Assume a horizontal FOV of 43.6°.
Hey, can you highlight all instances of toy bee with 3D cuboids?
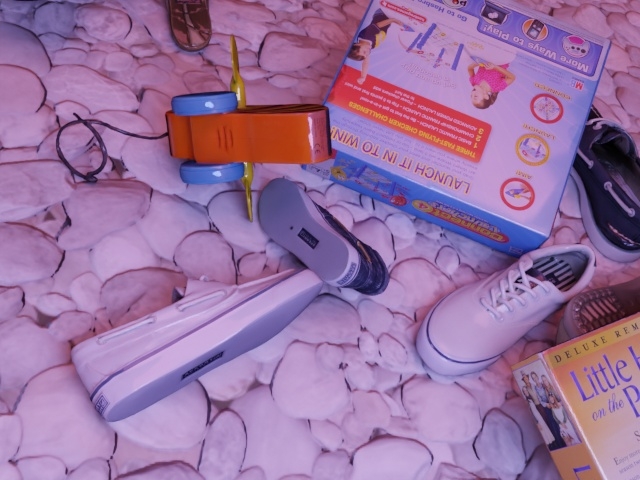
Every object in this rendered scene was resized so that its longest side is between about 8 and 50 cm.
[{"bbox_3d":[-0.115,-0.135,0.900,0.298,0.195,0.162,22,23,12],"label":"toy bee"}]

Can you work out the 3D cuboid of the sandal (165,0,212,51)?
[{"bbox_3d":[-0.182,-0.331,1.114,0.072,0.049,0.180,1,66,-12],"label":"sandal"}]

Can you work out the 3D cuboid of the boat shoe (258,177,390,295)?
[{"bbox_3d":[0.000,0.000,0.901,0.083,0.065,0.183,27,16,-47],"label":"boat shoe"}]

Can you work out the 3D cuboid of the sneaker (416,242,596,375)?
[{"bbox_3d":[0.211,0.062,0.898,0.258,0.091,0.094,-27,65,-35],"label":"sneaker"}]

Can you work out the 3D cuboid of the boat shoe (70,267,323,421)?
[{"bbox_3d":[-0.112,0.074,0.770,0.258,0.095,0.084,-25,68,-35],"label":"boat shoe"}]

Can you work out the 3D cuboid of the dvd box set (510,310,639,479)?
[{"bbox_3d":[0.393,0.261,0.758,0.308,0.062,0.420,-16,73,-29],"label":"dvd box set"}]

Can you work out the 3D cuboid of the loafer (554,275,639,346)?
[{"bbox_3d":[0.373,0.096,0.931,0.269,0.092,0.101,-3,56,-26],"label":"loafer"}]

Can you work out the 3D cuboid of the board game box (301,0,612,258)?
[{"bbox_3d":[0.174,-0.173,1.010,0.308,0.086,0.301,23,69,2],"label":"board game box"}]

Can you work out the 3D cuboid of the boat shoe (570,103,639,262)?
[{"bbox_3d":[0.399,-0.114,1.112,0.114,0.091,0.302,1,52,-20],"label":"boat shoe"}]
